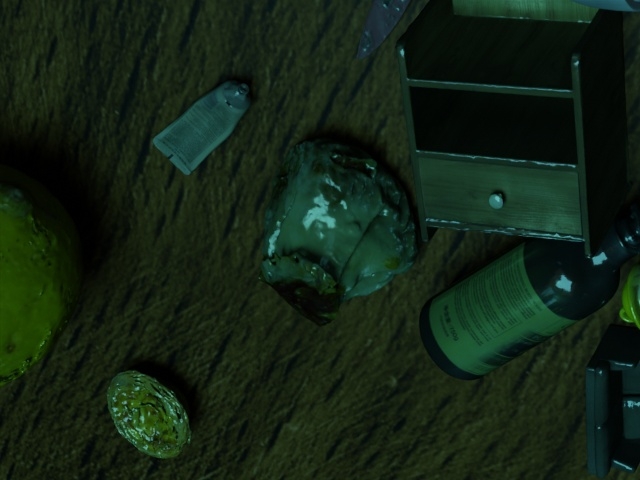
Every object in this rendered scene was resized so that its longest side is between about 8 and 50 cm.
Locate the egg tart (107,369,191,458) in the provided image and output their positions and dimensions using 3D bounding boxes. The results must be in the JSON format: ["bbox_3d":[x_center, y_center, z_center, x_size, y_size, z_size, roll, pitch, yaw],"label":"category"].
[{"bbox_3d":[-0.206,0.208,2.081,0.128,0.049,0.129,18,129,24],"label":"egg tart"}]

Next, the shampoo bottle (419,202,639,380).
[{"bbox_3d":[0.225,0.045,1.699,0.101,0.101,0.284,47,130,-9],"label":"shampoo bottle"}]

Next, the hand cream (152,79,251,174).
[{"bbox_3d":[-0.124,-0.125,1.820,0.057,0.037,0.165,45,138,-7],"label":"hand cream"}]

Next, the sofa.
[{"bbox_3d":[0.316,0.172,1.750,0.060,0.085,0.147,11,126,25],"label":"sofa"}]

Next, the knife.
[{"bbox_3d":[0.083,-0.263,1.618,0.035,0.018,0.247,29,134,4],"label":"knife"}]

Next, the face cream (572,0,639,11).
[{"bbox_3d":[0.258,-0.247,1.484,0.095,0.091,0.091,3,124,36],"label":"face cream"}]

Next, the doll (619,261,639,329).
[{"bbox_3d":[0.366,0.034,1.630,0.129,0.081,0.207,43,135,-12],"label":"doll"}]

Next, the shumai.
[{"bbox_3d":[-0.002,-0.005,1.759,0.184,0.142,0.184,14,130,17],"label":"shumai"}]

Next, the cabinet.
[{"bbox_3d":[0.184,-0.112,1.579,0.174,0.148,0.215,7,126,24],"label":"cabinet"}]

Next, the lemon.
[{"bbox_3d":[-0.402,0.040,1.931,0.258,0.258,0.310,42,127,-4],"label":"lemon"}]
